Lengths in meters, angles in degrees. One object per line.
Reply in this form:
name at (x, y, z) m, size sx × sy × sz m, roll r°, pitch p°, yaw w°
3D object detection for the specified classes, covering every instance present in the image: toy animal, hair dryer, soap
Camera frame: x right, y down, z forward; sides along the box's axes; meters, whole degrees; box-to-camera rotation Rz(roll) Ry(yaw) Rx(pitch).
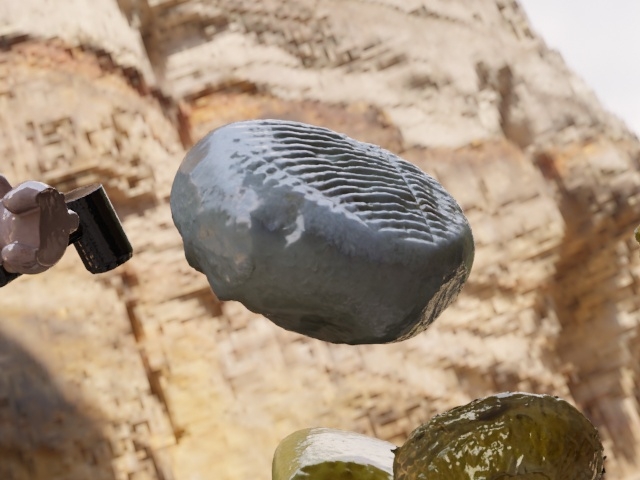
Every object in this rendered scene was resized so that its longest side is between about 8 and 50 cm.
toy animal at (-0.386, -0.016, 1.813) m, size 0.213 × 0.124 × 0.124 m, roll 3°, pitch -16°, yaw 29°
hair dryer at (-0.348, 0.021, 2.088) m, size 0.071 × 0.114 × 0.248 m, roll -16°, pitch 15°, yaw 39°
soap at (0.082, 0.345, 2.103) m, size 0.306 × 0.115 × 0.427 m, roll 15°, pitch 10°, yaw -3°

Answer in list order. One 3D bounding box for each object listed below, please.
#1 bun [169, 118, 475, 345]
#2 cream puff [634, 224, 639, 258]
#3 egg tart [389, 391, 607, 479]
bun at (0.003, 0.003, 1.800) m, size 0.355 × 0.354 × 0.194 m, roll 2°, pitch -60°, yaw -36°
cream puff at (0.459, -0.012, 1.911) m, size 0.146 × 0.146 × 0.116 m, roll -7°, pitch -36°, yaw -25°
egg tart at (0.204, 0.272, 1.801) m, size 0.252 × 0.098 × 0.231 m, roll 1°, pitch -51°, yaw -6°
